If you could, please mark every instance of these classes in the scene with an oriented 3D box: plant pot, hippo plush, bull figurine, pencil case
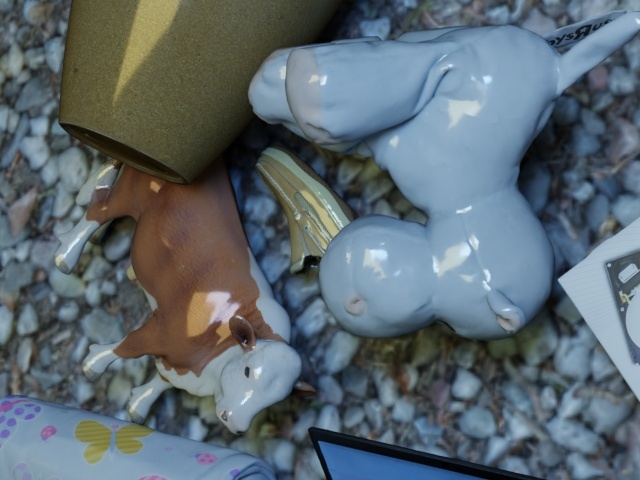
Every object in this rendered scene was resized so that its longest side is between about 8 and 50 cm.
[{"bbox_3d":[-0.106,-0.183,1.462,0.237,0.237,0.254,20,83,29],"label":"plant pot"},{"bbox_3d":[0.100,-0.044,1.390,0.294,0.234,0.237,-6,97,2],"label":"hippo plush"},{"bbox_3d":[-0.116,0.043,1.516,0.188,0.101,0.310,-28,58,22],"label":"bull figurine"},{"bbox_3d":[-0.165,0.212,1.512,0.273,0.113,0.124,13,124,28],"label":"pencil case"}]

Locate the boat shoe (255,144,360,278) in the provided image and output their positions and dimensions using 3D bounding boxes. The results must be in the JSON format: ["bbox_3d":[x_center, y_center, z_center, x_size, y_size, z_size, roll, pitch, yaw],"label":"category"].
[{"bbox_3d":[0.000,0.000,1.481,0.072,0.068,0.190,-43,64,-3],"label":"boat shoe"}]

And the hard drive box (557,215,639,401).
[{"bbox_3d":[0.315,0.071,1.302,0.181,0.089,0.232,-40,66,16],"label":"hard drive box"}]

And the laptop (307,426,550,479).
[{"bbox_3d":[0.094,0.295,1.348,0.234,0.136,0.264,10,85,29],"label":"laptop"}]
